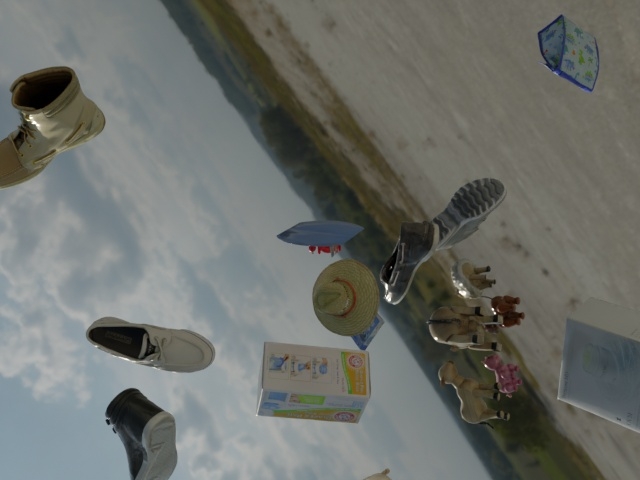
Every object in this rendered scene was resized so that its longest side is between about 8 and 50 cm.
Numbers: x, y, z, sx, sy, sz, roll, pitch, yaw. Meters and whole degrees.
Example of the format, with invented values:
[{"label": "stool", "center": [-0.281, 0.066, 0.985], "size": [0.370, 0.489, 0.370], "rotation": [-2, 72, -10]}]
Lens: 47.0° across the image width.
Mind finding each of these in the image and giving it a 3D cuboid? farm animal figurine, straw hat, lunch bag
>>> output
[{"label": "farm animal figurine", "center": [0.362, 0.255, 1.804], "size": [0.327, 0.172, 0.330], "rotation": [45, -128, -40]}, {"label": "straw hat", "center": [0.024, 0.099, 1.253], "size": [0.061, 0.144, 0.144], "rotation": [5, -134, -52]}, {"label": "lunch bag", "center": [0.588, -0.431, 1.737], "size": [0.129, 0.096, 0.151], "rotation": [19, -125, -27]}]

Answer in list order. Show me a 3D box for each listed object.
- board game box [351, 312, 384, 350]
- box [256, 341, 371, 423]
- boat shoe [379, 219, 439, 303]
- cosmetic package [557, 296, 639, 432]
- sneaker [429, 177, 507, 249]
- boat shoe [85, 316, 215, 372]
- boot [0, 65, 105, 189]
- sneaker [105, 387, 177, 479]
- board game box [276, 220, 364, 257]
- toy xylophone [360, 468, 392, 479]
[{"label": "board game box", "center": [0.103, 0.200, 1.762], "size": [0.020, 0.090, 0.090], "rotation": [18, -157, -39]}, {"label": "box", "center": [-0.015, 0.273, 1.403], "size": [0.114, 0.203, 0.103], "rotation": [104, 170, -49]}, {"label": "boat shoe", "center": [0.201, 0.051, 1.873], "size": [0.335, 0.095, 0.112], "rotation": [114, 167, -54]}, {"label": "cosmetic package", "center": [0.672, 0.278, 1.651], "size": [0.225, 0.138, 0.224], "rotation": [19, 122, 41]}, {"label": "sneaker", "center": [0.407, -0.074, 2.044], "size": [0.115, 0.281, 0.105], "rotation": [10, -131, -47]}, {"label": "boat shoe", "center": [-0.352, 0.216, 1.526], "size": [0.267, 0.096, 0.088], "rotation": [18, 179, -3]}, {"label": "boot", "center": [-0.532, -0.202, 1.332], "size": [0.095, 0.262, 0.203], "rotation": [58, 171, 10]}, {"label": "sneaker", "center": [-0.390, 0.431, 1.582], "size": [0.147, 0.104, 0.296], "rotation": [36, 133, 27]}, {"label": "board game box", "center": [0.000, 0.000, 1.361], "size": [0.169, 0.133, 0.033], "rotation": [-33, -54, -61]}, {"label": "toy xylophone", "center": [0.055, 0.606, 1.629], "size": [0.236, 0.322, 0.081], "rotation": [-5, -123, -49]}]
